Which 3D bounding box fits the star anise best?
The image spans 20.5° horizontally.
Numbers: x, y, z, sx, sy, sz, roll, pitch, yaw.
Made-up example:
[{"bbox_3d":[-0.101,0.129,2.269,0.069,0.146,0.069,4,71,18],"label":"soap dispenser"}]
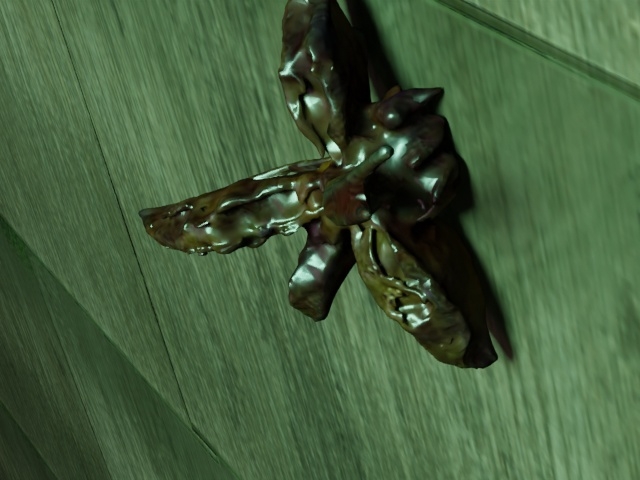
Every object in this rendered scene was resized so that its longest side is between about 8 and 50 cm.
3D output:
[{"bbox_3d":[0.000,-0.010,0.646,0.158,0.144,0.140,29,119,10],"label":"star anise"}]
